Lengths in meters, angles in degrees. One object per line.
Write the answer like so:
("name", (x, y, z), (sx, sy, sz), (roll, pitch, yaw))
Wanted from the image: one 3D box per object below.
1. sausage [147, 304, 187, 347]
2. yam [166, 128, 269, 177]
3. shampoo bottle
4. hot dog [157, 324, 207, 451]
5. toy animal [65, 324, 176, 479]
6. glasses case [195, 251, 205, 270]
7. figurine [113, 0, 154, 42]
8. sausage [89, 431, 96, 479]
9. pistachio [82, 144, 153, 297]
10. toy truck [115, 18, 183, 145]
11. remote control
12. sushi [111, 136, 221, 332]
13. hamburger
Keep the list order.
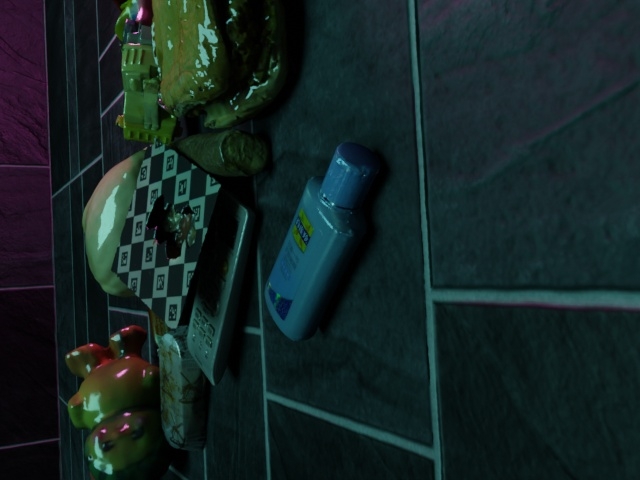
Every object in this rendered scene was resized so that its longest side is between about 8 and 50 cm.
("sausage", (-0.299, 0.119, 1.301), (0.083, 0.083, 0.264), (46, 142, 51))
("yam", (-0.187, -0.140, 1.110), (0.357, 0.081, 0.081), (8, 99, 61))
("shampoo bottle", (0.000, 0.000, 0.794), (0.104, 0.061, 0.258), (61, 141, 38))
("hot dog", (-0.257, 0.279, 1.272), (0.131, 0.069, 0.252), (17, 110, 48))
("toy animal", (-0.415, 0.373, 1.447), (0.191, 0.216, 0.338), (82, 164, -56))
("glasses case", (-0.213, 0.017, 1.201), (0.164, 0.041, 0.063), (14, 106, 63))
("figurine", (-0.335, -0.515, 1.301), (0.193, 0.154, 0.421), (-16, 65, 25))
("sausage", (-0.479, 0.518, 1.616), (0.254, 0.148, 0.148), (62, 142, 42))
("pistachio", (-0.362, -0.035, 1.337), (0.318, 0.214, 0.193), (-67, -6, 25))
("toy truck", (-0.294, -0.257, 1.185), (0.272, 0.124, 0.157), (135, 142, -68))
("remote control", (-0.155, 0.079, 1.097), (0.109, 0.055, 0.313), (39, 120, 50))
("sushi", (-0.246, -0.016, 1.128), (0.290, 0.050, 0.264), (30, 105, 48))
("hamburger", (-0.146, -0.291, 0.957), (0.283, 0.145, 0.259), (-166, 74, -66))
